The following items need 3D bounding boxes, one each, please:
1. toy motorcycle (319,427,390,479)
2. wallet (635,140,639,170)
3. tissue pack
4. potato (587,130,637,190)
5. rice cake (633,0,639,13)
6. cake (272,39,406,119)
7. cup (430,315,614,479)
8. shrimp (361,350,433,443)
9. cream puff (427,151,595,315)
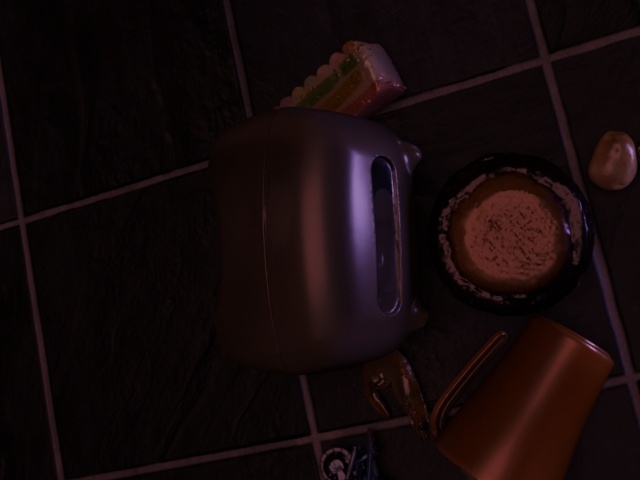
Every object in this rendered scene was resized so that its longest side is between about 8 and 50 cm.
[{"bbox_3d":[0.078,0.405,1.219,0.114,0.076,0.205,-26,75,5],"label":"toy motorcycle"},{"bbox_3d":[0.542,-0.053,1.124,0.121,0.031,0.232,-21,80,14],"label":"wallet"},{"bbox_3d":[0.000,0.000,1.161,0.276,0.267,0.387,-6,85,38],"label":"tissue pack"},{"bbox_3d":[0.429,-0.117,1.152,0.068,0.062,0.083,1,116,-8],"label":"potato"},{"bbox_3d":[0.505,-0.332,1.147,0.066,0.063,0.336,-28,78,21],"label":"rice cake"},{"bbox_3d":[0.020,-0.232,1.287,0.225,0.090,0.109,-33,82,15],"label":"cake"},{"bbox_3d":[0.280,0.241,1.130,0.226,0.182,0.264,30,87,50],"label":"cup"},{"bbox_3d":[0.115,0.248,1.232,0.095,0.045,0.163,-25,80,15],"label":"shrimp"},{"bbox_3d":[0.274,-0.010,1.139,0.238,0.165,0.239,0,89,16],"label":"cream puff"}]
